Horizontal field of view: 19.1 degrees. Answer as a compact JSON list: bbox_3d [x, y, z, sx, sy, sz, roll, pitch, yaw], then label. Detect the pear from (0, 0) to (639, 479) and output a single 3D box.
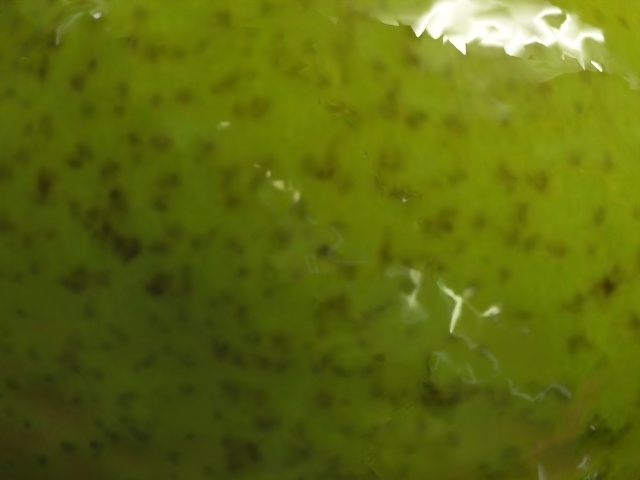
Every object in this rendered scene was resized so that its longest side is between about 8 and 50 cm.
[{"bbox_3d":[0.000,0.000,0.717,0.391,0.391,0.391,53,-1,1],"label":"pear"}]
